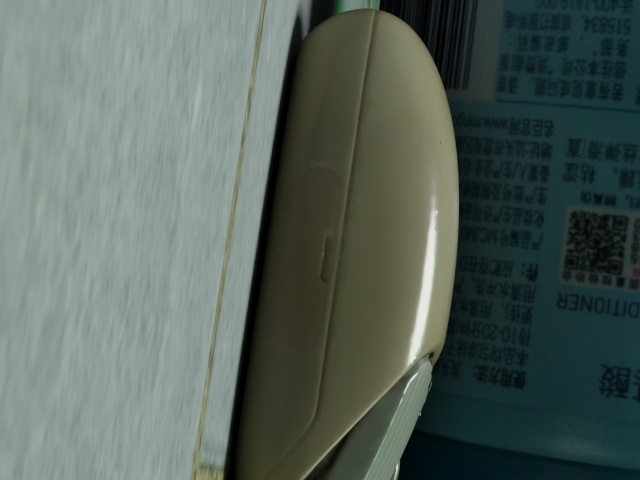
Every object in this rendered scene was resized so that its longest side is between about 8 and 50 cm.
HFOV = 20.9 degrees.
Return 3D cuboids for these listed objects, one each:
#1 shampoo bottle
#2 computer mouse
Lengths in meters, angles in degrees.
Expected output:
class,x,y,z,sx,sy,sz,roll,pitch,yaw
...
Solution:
class,x,y,z,sx,sy,sz,roll,pitch,yaw
shampoo bottle,0.180,-0.013,0.922,0.331,0.331,0.343,-44,140,-87
computer mouse,0.016,0.019,0.745,0.145,0.082,0.237,92,5,-75
